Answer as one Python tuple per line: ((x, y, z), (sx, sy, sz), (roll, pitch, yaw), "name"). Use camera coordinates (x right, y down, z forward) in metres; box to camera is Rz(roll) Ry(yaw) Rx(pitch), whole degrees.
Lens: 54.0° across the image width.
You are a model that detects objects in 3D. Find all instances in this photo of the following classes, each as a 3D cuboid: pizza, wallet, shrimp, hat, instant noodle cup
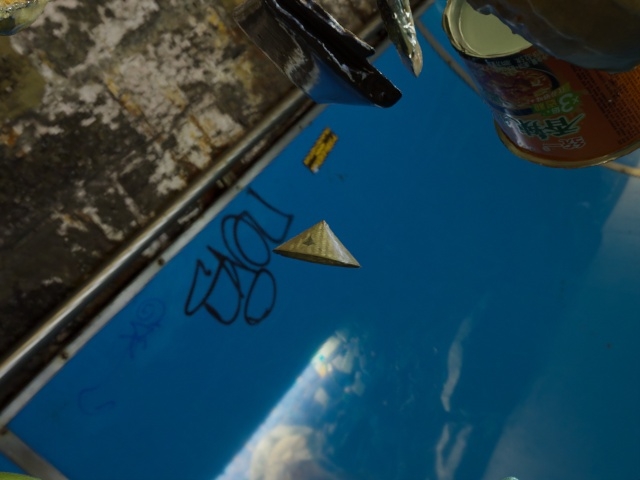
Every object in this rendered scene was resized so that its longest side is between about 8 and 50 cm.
((-0.452, -0.311, 0.842), (0.188, 0.204, 0.080), (-12, 135, -51), "pizza")
((-0.017, -0.221, 0.736), (0.049, 0.182, 0.229), (-53, -158, -1), "wallet")
((0.130, -0.509, 1.261), (0.085, 0.445, 0.271), (-16, -128, 15), "shrimp")
((0.000, 0.000, 1.002), (0.146, 0.146, 0.067), (1, -101, 55), "hat")
((0.248, -0.213, 0.654), (0.230, 0.182, 0.230), (-21, -125, 34), "instant noodle cup")

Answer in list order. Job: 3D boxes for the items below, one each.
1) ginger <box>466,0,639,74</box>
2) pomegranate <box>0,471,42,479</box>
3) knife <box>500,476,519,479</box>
((0.223, -0.261, 0.353), (0.166, 0.236, 0.375), (-28, 163, -44), "ginger")
((-0.175, 0.242, 0.316), (0.211, 0.263, 0.211), (-30, -159, 13), "pomegranate")
((0.260, 0.486, 1.092), (0.222, 0.064, 0.031), (-39, 172, 9), "knife")
